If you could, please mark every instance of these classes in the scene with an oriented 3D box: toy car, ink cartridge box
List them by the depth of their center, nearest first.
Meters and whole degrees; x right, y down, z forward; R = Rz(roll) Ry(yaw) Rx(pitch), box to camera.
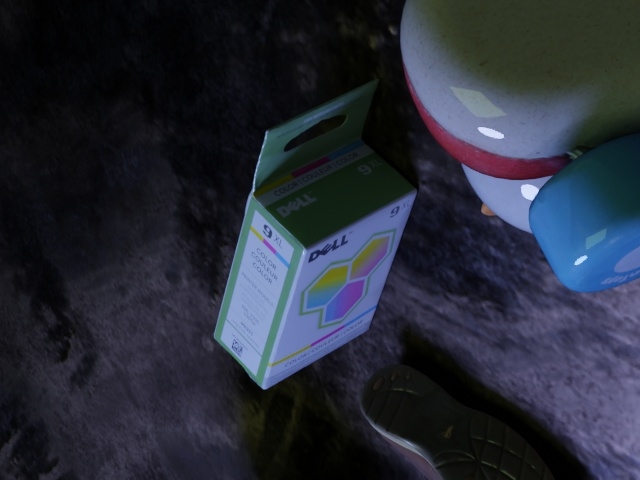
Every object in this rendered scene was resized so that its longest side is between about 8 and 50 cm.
[{"bbox_3d":[0.145,-0.078,0.659,0.238,0.210,0.219,74,170,-68],"label":"toy car"},{"bbox_3d":[0.000,0.000,0.911,0.062,0.109,0.209,43,140,24],"label":"ink cartridge box"}]

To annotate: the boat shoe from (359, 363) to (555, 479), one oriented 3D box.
[{"bbox_3d":[0.105,0.155,0.932,0.178,0.064,0.060,37,168,34],"label":"boat shoe"}]
